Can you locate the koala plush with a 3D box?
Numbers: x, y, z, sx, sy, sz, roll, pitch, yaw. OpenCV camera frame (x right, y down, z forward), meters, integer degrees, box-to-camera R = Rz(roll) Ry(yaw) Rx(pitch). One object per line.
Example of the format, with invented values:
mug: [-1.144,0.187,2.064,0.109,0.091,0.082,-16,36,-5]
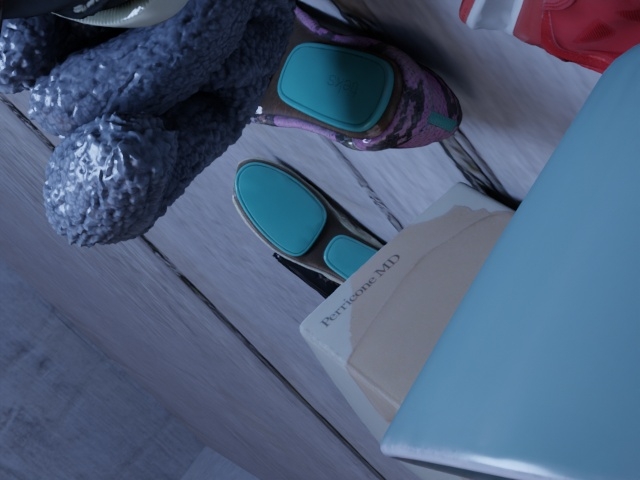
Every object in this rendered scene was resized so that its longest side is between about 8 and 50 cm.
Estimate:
koala plush: [-0.094,-0.154,0.923,0.196,0.203,0.221,39,148,17]

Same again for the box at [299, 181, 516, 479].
box: [0.135,0.097,1.049,0.311,0.148,0.121,32,162,54]

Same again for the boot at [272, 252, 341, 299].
boot: [0.005,0.034,1.557,0.099,0.045,0.121,36,161,-2]

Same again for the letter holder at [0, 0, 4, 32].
letter holder: [-0.113,-0.174,0.622,0.152,0.214,0.302,-6,-162,-35]

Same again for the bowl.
bowl: [0.185,0.024,0.586,0.311,0.163,0.311,12,173,2]

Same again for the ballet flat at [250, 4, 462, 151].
ballet flat: [-0.006,-0.093,1.081,0.079,0.077,0.221,22,-178,-45]

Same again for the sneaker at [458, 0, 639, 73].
sneaker: [0.128,-0.105,0.662,0.128,0.087,0.221,25,174,1]

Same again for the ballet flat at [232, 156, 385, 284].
ballet flat: [0.000,0.000,1.428,0.168,0.057,0.052,38,178,-2]

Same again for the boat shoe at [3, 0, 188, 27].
boat shoe: [-0.200,-0.146,0.834,0.340,0.127,0.113,19,-164,42]
